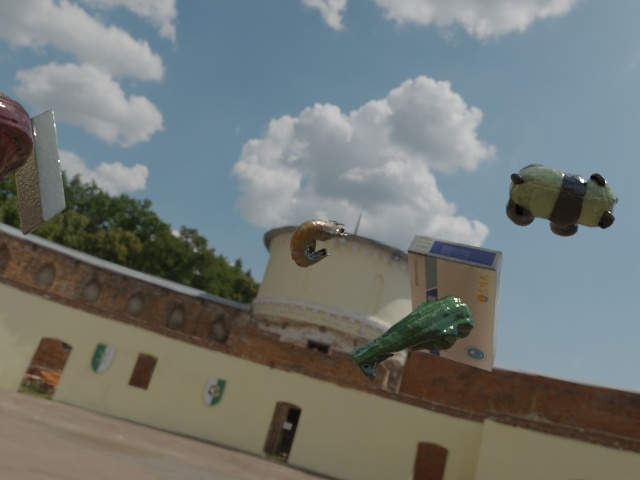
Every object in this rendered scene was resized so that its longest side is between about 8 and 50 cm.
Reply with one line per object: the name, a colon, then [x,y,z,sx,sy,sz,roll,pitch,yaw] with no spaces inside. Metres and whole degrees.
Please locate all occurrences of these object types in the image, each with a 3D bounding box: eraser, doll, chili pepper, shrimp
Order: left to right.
eraser: [-0.763,-0.189,1.598,0.111,0.352,0.077,-22,-17,31]
shrimp: [0.000,0.000,1.764,0.068,0.150,0.249,29,31,37]
chili pepper: [0.167,0.172,1.058,0.083,0.253,0.099,53,-25,38]
doll: [0.526,-0.091,1.300,0.234,0.143,0.135,16,-5,11]

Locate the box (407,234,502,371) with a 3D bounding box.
box: [0.311,0.151,1.372,0.200,0.065,0.343,13,-44,26]

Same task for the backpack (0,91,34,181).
backpack: [-0.544,-0.155,0.877,0.229,0.138,0.229,-22,-21,-9]
